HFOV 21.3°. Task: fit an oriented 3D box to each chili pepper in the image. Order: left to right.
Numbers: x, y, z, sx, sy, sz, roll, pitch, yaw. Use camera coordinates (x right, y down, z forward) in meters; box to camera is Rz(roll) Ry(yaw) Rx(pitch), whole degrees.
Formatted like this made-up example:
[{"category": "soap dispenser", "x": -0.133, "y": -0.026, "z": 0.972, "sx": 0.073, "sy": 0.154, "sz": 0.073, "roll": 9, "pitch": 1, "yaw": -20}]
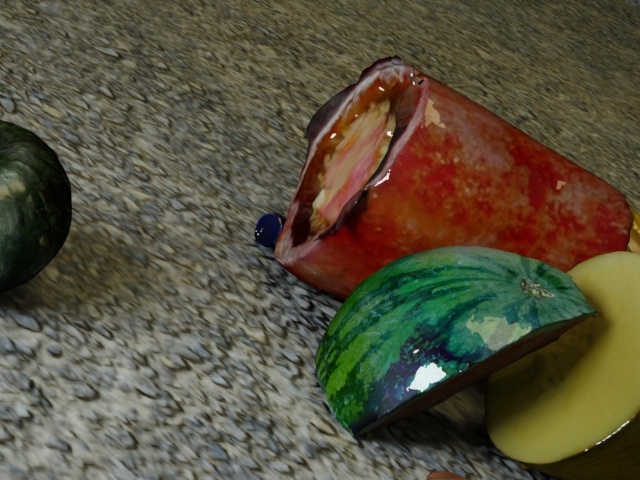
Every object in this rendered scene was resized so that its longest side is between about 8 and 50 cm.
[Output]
[{"category": "chili pepper", "x": 0.137, "y": -0.021, "z": 1.577, "sx": 0.305, "sy": 0.251, "sz": 0.229, "roll": 21, "pitch": 46, "yaw": -16}]

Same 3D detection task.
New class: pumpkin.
[{"category": "pumpkin", "x": -0.273, "y": -0.031, "z": 1.321, "sx": 0.167, "sy": 0.125, "sz": 0.167, "roll": 31, "pitch": 21, "yaw": -13}]

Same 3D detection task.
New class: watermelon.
[{"category": "watermelon", "x": 0.094, "y": 0.080, "z": 1.389, "sx": 0.128, "sy": 0.231, "sz": 0.146, "roll": 58, "pitch": 20, "yaw": -5}]

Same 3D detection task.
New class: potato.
[{"category": "potato", "x": 0.258, "y": 0.137, "z": 1.458, "sx": 0.178, "sy": 0.203, "sz": 0.158, "roll": -4, "pitch": -40, "yaw": 43}]

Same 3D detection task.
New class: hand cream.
[{"category": "hand cream", "x": 0.000, "y": 0.000, "z": 1.693, "sx": 0.163, "sy": 0.039, "sz": 0.062, "roll": 10, "pitch": 22, "yaw": -48}]

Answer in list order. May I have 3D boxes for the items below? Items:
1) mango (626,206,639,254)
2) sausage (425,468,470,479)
[{"category": "mango", "x": 0.371, "y": 0.014, "z": 2.034, "sx": 0.101, "sy": 0.066, "sz": 0.187, "roll": 22, "pitch": 23, "yaw": -31}, {"category": "sausage", "x": 0.061, "y": 0.227, "z": 1.127, "sx": 0.078, "sy": 0.078, "sz": 0.304, "roll": 28, "pitch": 19, "yaw": 11}]
